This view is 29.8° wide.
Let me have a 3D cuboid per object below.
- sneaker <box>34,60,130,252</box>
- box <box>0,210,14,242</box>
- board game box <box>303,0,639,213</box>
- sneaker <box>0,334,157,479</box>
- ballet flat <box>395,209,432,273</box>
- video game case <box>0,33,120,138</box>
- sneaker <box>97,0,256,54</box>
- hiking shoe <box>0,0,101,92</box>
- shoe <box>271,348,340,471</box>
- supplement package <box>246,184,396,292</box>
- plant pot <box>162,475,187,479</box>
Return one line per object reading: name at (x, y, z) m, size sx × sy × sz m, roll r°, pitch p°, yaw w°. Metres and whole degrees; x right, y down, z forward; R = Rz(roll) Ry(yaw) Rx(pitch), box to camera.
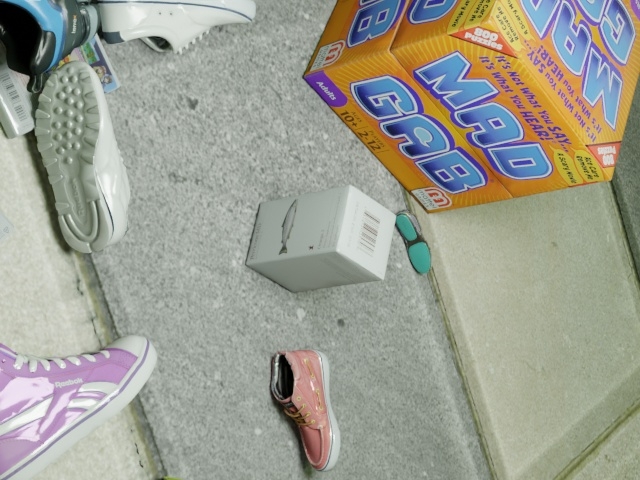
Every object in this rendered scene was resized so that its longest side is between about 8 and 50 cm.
sneaker at (-0.285, -0.106, 1.487) m, size 0.095 × 0.090 × 0.235 m, roll -31°, pitch 120°, yaw -64°
box at (-0.447, -0.035, 1.333) m, size 0.186 × 0.038 × 0.145 m, roll 54°, pitch 49°, yaw -24°
board game box at (0.261, -0.310, 1.919) m, size 0.356 × 0.356 × 0.356 m, roll 44°, pitch 53°, yaw -33°
sneaker at (-0.315, 0.153, 1.396) m, size 0.282 × 0.102 × 0.161 m, roll -40°, pitch 109°, yaw -44°
ballet flat at (0.158, -0.002, 1.983) m, size 0.041 × 0.041 × 0.114 m, roll -41°, pitch 113°, yaw -43°
video game case at (-0.356, -0.250, 1.486) m, size 0.183 × 0.023 × 0.201 m, roll -36°, pitch 108°, yaw -44°
sneaker at (-0.197, -0.299, 1.634) m, size 0.258 × 0.094 × 0.091 m, roll -5°, pitch 105°, yaw -43°
hiking shoe at (-0.367, -0.326, 1.360) m, size 0.304 × 0.113 × 0.132 m, roll 56°, pitch 43°, yaw -26°
shoe at (-0.025, 0.243, 1.720) m, size 0.081 × 0.063 × 0.178 m, roll 7°, pitch 72°, yaw -45°
supplement package at (0.000, 0.000, 1.704) m, size 0.105 × 0.179 × 0.105 m, roll 31°, pitch 61°, yaw -40°
plant pot at (-0.171, 0.350, 1.535) m, size 0.083 × 0.083 × 0.079 m, roll 21°, pitch 79°, yaw -43°
